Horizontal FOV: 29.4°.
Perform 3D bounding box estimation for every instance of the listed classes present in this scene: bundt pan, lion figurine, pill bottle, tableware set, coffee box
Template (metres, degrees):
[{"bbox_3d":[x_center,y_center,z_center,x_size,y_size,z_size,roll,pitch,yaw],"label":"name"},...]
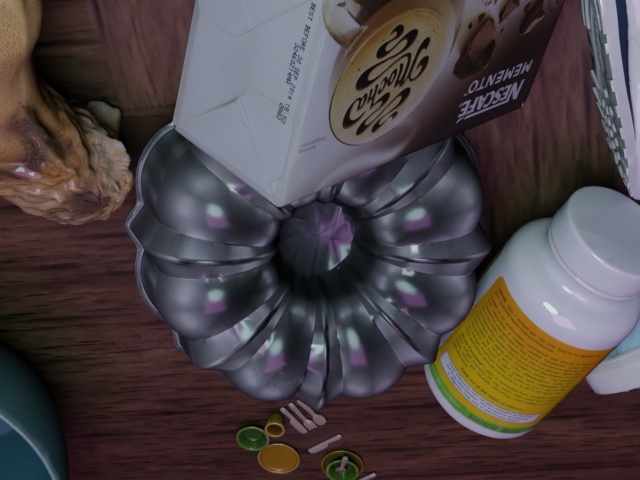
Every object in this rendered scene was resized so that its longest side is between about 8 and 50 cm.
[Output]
[{"bbox_3d":[0.000,0.000,1.049,0.330,0.124,0.331,-3,106,-10],"label":"bundt pan"},{"bbox_3d":[-0.267,-0.147,0.955,0.240,0.142,0.392,36,165,10],"label":"lion figurine"},{"bbox_3d":[0.207,0.066,1.121,0.136,0.136,0.246,22,135,-11],"label":"pill bottle"},{"bbox_3d":[-0.018,0.246,1.363,0.104,0.024,0.154,-29,119,23],"label":"tableware set"},{"bbox_3d":[0.050,-0.160,0.894,0.119,0.297,0.168,38,130,27],"label":"coffee box"}]

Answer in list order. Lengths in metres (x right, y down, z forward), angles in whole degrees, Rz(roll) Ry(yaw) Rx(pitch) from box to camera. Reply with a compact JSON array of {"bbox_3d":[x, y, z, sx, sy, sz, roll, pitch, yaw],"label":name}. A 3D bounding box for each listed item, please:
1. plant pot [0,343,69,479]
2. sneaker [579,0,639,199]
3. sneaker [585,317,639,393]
[{"bbox_3d":[-0.387,0.204,1.246,0.290,0.195,0.290,1,119,1],"label":"plant pot"},{"bbox_3d":[0.282,-0.137,1.028,0.094,0.090,0.235,-16,127,0],"label":"sneaker"},{"bbox_3d":[0.362,0.007,1.121,0.366,0.135,0.150,-40,80,35],"label":"sneaker"}]
